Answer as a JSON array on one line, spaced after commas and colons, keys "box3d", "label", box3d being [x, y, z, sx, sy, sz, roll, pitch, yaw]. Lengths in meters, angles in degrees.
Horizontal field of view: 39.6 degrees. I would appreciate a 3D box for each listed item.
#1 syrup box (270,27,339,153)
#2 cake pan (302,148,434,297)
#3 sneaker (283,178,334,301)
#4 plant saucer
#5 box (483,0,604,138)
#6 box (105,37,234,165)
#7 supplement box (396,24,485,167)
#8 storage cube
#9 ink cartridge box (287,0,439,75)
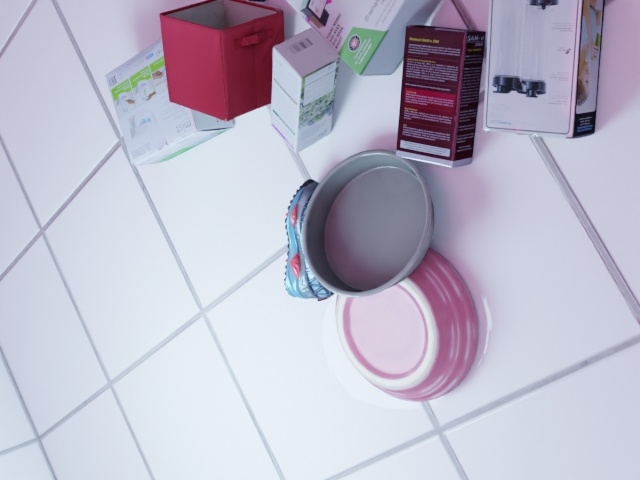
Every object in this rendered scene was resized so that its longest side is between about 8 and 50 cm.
[{"box3d": [-0.034, -0.287, 1.737, 0.096, 0.093, 0.237, 50, 158, 21], "label": "syrup box"}, {"box3d": [0.096, -0.029, 1.713, 0.293, 0.054, 0.293, -12, 68, 33], "label": "cake pan"}, {"box3d": [0.000, 0.000, 1.862, 0.125, 0.104, 0.262, 10, 111, 22], "label": "sneaker"}, {"box3d": [0.149, 0.165, 1.759, 0.332, 0.084, 0.332, 12, 108, 40], "label": "plant saucer"}, {"box3d": [0.364, -0.318, 1.454, 0.169, 0.087, 0.290, 10, 106, 39], "label": "box"}, {"box3d": [-0.354, -0.322, 2.058, 0.262, 0.127, 0.231, -19, 88, 42], "label": "box"}, {"box3d": [0.215, -0.262, 1.608, 0.130, 0.073, 0.239, 17, 112, 37], "label": "supplement box"}, {"box3d": [-0.199, -0.382, 1.849, 0.215, 0.183, 0.193, 22, 127, 36], "label": "storage cube"}, {"box3d": [0.066, -0.473, 1.659, 0.278, 0.117, 0.201, 50, 127, 22], "label": "ink cartridge box"}]
